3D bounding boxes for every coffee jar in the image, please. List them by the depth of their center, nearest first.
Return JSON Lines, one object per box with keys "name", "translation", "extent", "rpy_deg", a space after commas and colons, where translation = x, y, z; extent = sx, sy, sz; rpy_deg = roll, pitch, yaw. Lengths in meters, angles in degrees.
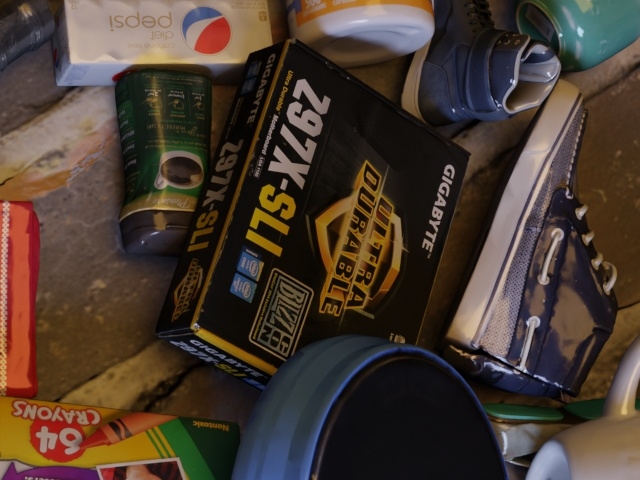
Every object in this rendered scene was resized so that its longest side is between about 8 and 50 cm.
{"name": "coffee jar", "translation": [-0.153, -0.074, 1.876], "extent": [0.096, 0.079, 0.184], "rpy_deg": [5, 73, -26]}

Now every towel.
{"name": "towel", "translation": [-0.398, 0.052, 1.778], "extent": [0.275, 0.031, 0.199], "rpy_deg": [3, 74, -19]}

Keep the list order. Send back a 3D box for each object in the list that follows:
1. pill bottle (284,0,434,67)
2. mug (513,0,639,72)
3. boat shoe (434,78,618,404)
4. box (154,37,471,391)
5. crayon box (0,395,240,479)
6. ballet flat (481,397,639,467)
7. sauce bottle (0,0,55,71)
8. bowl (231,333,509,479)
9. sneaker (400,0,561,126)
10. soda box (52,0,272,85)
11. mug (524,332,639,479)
{"name": "pill bottle", "translation": [0.026, -0.330, 1.973], "extent": [0.152, 0.152, 0.272], "rpy_deg": [-4, 77, -21]}
{"name": "mug", "translation": [0.265, -0.250, 2.064], "extent": [0.097, 0.158, 0.129], "rpy_deg": [-32, 112, -22]}
{"name": "boat shoe", "translation": [0.247, 0.009, 1.968], "extent": [0.158, 0.127, 0.340], "rpy_deg": [23, 77, 0]}
{"name": "box", "translation": [0.000, 0.000, 1.873], "extent": [0.257, 0.079, 0.322], "rpy_deg": [30, 66, -29]}
{"name": "crayon box", "translation": [-0.246, 0.296, 1.665], "extent": [0.363, 0.106, 0.313], "rpy_deg": [8, 49, -18]}
{"name": "ballet flat", "translation": [0.253, 0.202, 1.965], "extent": [0.213, 0.072, 0.068], "rpy_deg": [0, 103, -19]}
{"name": "sauce bottle", "translation": [-0.395, -0.136, 1.781], "extent": [0.111, 0.111, 0.344], "rpy_deg": [49, 54, -2]}
{"name": "bowl", "translation": [0.062, 0.279, 1.744], "extent": [0.391, 0.077, 0.391], "rpy_deg": [16, 70, -52]}
{"name": "sneaker", "translation": [0.182, -0.227, 1.990], "extent": [0.086, 0.163, 0.226], "rpy_deg": [26, 69, -45]}
{"name": "soda box", "translation": [-0.159, -0.201, 1.915], "extent": [0.216, 0.069, 0.074], "rpy_deg": [-2, 76, -21]}
{"name": "mug", "translation": [0.379, 0.252, 1.865], "extent": [0.328, 0.276, 0.374], "rpy_deg": [10, 84, -11]}
